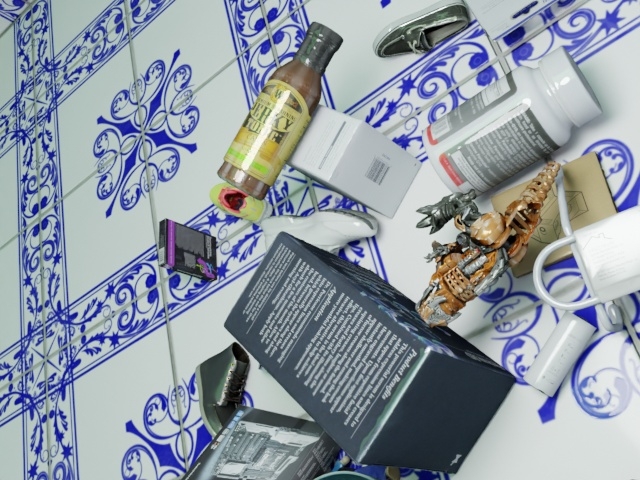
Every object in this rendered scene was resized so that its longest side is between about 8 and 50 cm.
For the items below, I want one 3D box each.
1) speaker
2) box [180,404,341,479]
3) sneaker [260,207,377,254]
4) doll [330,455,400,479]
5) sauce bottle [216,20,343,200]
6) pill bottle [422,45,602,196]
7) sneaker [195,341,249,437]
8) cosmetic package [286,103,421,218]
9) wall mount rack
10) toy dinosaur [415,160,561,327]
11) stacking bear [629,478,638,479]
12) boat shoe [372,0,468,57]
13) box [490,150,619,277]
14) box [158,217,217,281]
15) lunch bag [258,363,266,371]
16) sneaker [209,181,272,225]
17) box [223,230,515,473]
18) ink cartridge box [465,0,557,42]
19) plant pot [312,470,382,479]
[{"bbox_3d":[0.387,0.182,1.228,0.055,0.055,0.136,35,97,42],"label":"speaker"},{"bbox_3d":[-0.141,0.464,1.433,0.242,0.076,0.307,2,38,40],"label":"box"},{"bbox_3d":[0.000,0.000,1.605,0.297,0.111,0.129,-8,84,41],"label":"sneaker"},{"bbox_3d":[0.056,0.461,1.396,0.189,0.046,0.129,-19,52,34],"label":"doll"},{"bbox_3d":[-0.072,-0.246,1.431,0.111,0.111,0.344,30,93,42],"label":"sauce bottle"},{"bbox_3d":[0.339,-0.205,1.347,0.283,0.161,0.161,-32,56,26],"label":"pill bottle"},{"bbox_3d":[-0.197,0.328,1.633,0.118,0.083,0.222,-41,51,20],"label":"sneaker"},{"bbox_3d":[0.039,-0.172,1.538,0.225,0.224,0.138,32,94,42],"label":"cosmetic package"},{"bbox_3d":[0.489,-0.035,1.163,0.350,0.130,0.304,-26,72,30],"label":"wall mount rack"},{"bbox_3d":[0.279,0.008,1.257,0.322,0.164,0.218,-28,16,-4],"label":"toy dinosaur"},{"bbox_3d":[0.415,0.384,0.968,0.175,0.289,0.164,-11,66,36],"label":"stacking bear"},{"bbox_3d":[0.208,-0.435,1.601,0.219,0.078,0.070,-23,59,29],"label":"boat shoe"},{"bbox_3d":[0.409,-0.043,1.321,0.201,0.021,0.164,-26,59,29],"label":"box"},{"bbox_3d":[-0.312,0.025,1.794,0.029,0.162,0.116,-24,59,35],"label":"box"},{"bbox_3d":[-0.099,0.247,1.606,0.083,0.053,0.071,7,77,50],"label":"lunch bag"},{"bbox_3d":[-0.207,-0.101,1.801,0.208,0.094,0.081,20,88,44],"label":"sneaker"},{"bbox_3d":[0.078,0.193,1.318,0.395,0.293,0.212,37,98,41],"label":"box"},{"bbox_3d":[0.357,-0.528,1.513,0.165,0.065,0.332,-30,54,18],"label":"ink cartridge box"},{"bbox_3d":[0.090,0.533,1.241,0.290,0.195,0.290,-15,65,35],"label":"plant pot"}]
